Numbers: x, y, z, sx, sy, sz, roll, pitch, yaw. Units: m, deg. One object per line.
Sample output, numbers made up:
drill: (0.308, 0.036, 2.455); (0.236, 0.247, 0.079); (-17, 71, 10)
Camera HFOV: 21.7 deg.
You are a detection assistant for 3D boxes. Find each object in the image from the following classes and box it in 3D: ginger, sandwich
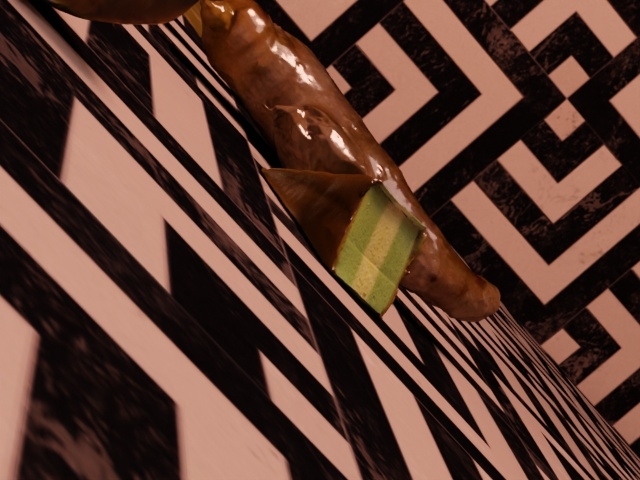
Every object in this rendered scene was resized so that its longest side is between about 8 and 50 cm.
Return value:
ginger: (0.009, -0.062, 1.311); (0.333, 0.080, 0.166); (56, 21, 9)
sandwich: (0.000, 0.000, 1.142); (0.116, 0.074, 0.074); (8, -27, 44)

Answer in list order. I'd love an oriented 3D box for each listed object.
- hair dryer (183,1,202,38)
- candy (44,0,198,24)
hair dryer: (-0.102, -0.203, 1.425); (0.278, 0.090, 0.135); (53, -1, -40)
candy: (-0.158, -0.197, 0.787); (0.271, 0.101, 0.143); (35, 7, -46)
